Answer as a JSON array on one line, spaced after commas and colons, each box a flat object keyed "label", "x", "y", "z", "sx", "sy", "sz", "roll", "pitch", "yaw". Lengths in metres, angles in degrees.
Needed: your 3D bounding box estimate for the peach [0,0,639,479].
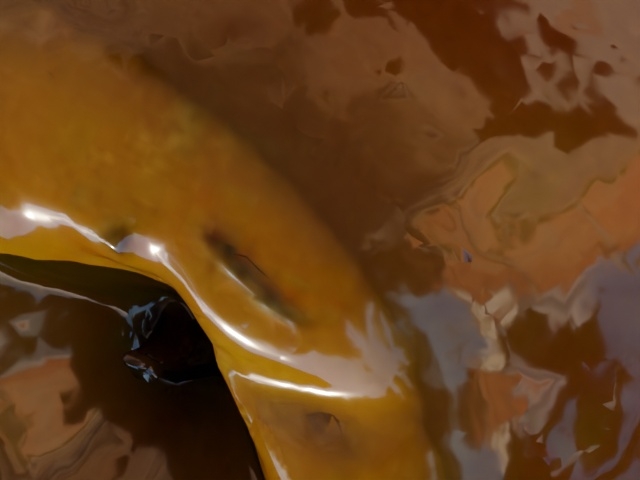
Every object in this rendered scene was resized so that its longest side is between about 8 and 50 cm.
[{"label": "peach", "x": 0.000, "y": 0.000, "z": 0.607, "sx": 0.343, "sy": 0.343, "sz": 0.301, "roll": -14, "pitch": -171, "yaw": 30}]
